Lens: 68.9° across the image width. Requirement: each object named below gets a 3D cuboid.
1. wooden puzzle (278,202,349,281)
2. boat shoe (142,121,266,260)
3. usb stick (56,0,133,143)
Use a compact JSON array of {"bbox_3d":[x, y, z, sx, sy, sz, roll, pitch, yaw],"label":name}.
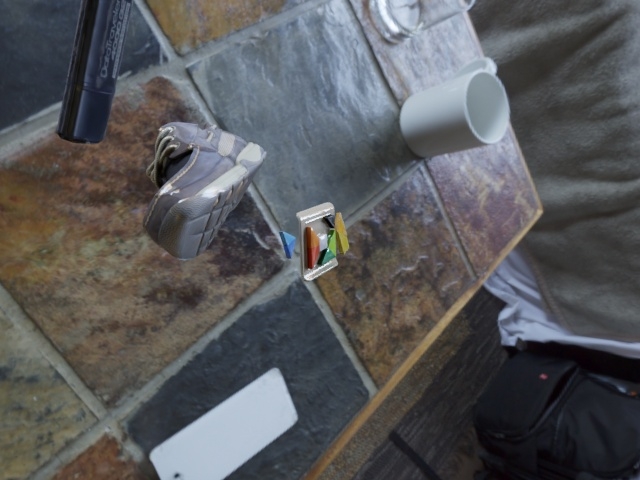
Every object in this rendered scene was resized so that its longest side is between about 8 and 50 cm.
[{"bbox_3d":[0.000,0.000,0.497,0.116,0.014,0.079,-35,121,-51],"label":"wooden puzzle"},{"bbox_3d":[-0.172,-0.082,0.631,0.130,0.355,0.132,31,105,-8],"label":"boat shoe"},{"bbox_3d":[-0.286,-0.259,0.605,0.045,0.077,0.278,21,105,7],"label":"usb stick"}]
